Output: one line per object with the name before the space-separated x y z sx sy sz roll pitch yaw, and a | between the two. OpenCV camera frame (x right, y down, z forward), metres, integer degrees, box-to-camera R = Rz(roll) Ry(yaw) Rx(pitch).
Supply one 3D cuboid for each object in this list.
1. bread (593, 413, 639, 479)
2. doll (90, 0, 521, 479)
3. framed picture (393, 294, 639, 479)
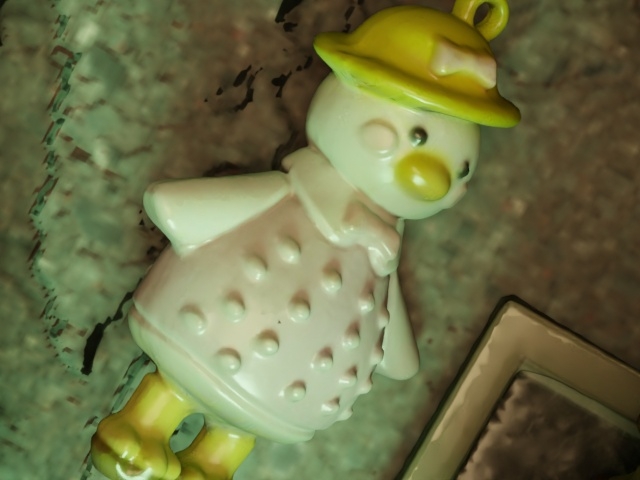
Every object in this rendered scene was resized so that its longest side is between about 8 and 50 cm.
bread | 0.205 0.133 0.472 0.314 0.370 0.191 27 70 -3
doll | 0.000 0.000 0.593 0.129 0.081 0.207 34 92 -34
framed picture | 0.146 0.199 0.640 0.324 0.020 0.240 31 94 -2
